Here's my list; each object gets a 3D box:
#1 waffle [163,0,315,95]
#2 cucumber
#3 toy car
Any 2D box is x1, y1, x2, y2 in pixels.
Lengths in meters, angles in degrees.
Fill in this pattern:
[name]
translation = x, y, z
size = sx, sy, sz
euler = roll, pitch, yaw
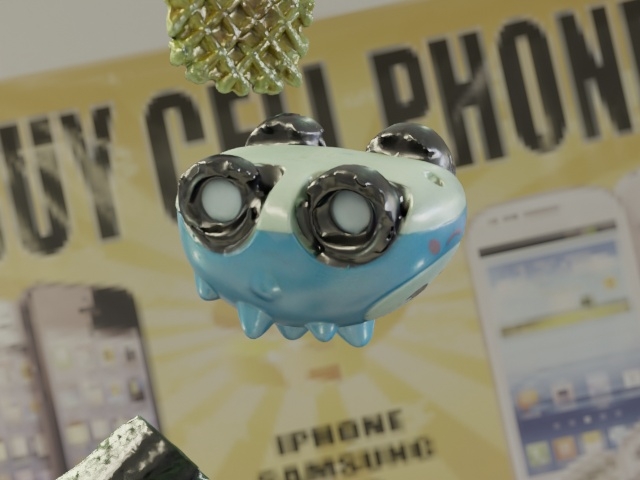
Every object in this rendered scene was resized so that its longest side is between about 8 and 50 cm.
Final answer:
[waffle]
translation = -0.082, -0.237, 1.707
size = 0.169, 0.183, 0.036
euler = 0, -4, -28
[cucumber]
translation = -0.123, 0.193, 1.132
size = 0.115, 0.116, 0.062
euler = -42, 40, -9
[toy car]
translation = 0.000, 0.000, 1.453
size = 0.255, 0.190, 0.188
euler = 4, 19, 22
